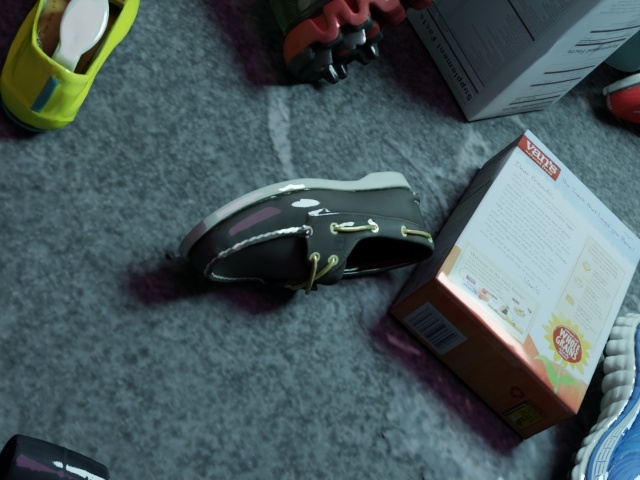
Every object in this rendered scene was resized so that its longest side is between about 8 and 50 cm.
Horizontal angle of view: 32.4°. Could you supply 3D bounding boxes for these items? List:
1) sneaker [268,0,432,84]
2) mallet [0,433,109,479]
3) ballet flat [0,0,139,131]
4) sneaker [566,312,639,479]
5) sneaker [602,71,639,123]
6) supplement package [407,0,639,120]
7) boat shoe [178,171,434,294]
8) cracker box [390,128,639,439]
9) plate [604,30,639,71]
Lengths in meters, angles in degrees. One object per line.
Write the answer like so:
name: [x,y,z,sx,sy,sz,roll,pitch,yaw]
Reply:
sneaker: [0.070,-0.250,0.917,0.135,0.276,0.097,61,7,9]
mallet: [-0.156,0.201,0.594,0.062,0.039,0.189,19,56,-29]
ballet flat: [-0.169,-0.176,0.805,0.077,0.077,0.231,27,48,-19]
sneaker: [0.278,0.176,0.829,0.129,0.147,0.330,62,37,-33]
sneaker: [0.433,-0.112,1.203,0.279,0.107,0.118,14,73,-22]
supplement package: [0.220,-0.238,1.020,0.134,0.244,0.139,-14,70,-41]
boat shoe: [0.000,0.000,0.809,0.228,0.081,0.068,-13,66,-44]
cracker box: [0.174,0.030,0.931,0.156,0.067,0.232,44,46,-5]
plate: [0.287,-0.260,1.150,0.024,0.188,0.188,-34,83,-4]
